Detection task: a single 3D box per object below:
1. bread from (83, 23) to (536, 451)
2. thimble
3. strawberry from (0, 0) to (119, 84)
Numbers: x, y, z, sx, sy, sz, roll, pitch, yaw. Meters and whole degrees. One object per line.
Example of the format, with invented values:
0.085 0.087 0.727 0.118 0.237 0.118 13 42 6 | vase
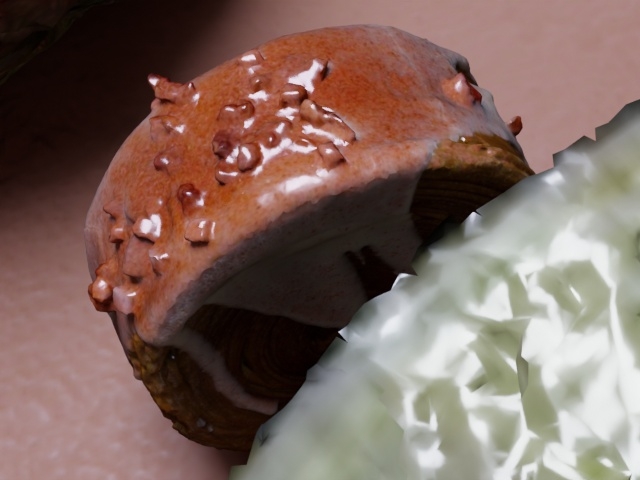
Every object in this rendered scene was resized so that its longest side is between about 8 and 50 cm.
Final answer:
0.000 0.000 0.580 0.160 0.160 0.073 -22 56 -2 | bread
0.099 0.100 0.441 0.271 0.271 0.150 -35 61 -10 | thimble
-0.167 -0.161 0.644 0.274 0.274 0.220 -43 94 -14 | strawberry
